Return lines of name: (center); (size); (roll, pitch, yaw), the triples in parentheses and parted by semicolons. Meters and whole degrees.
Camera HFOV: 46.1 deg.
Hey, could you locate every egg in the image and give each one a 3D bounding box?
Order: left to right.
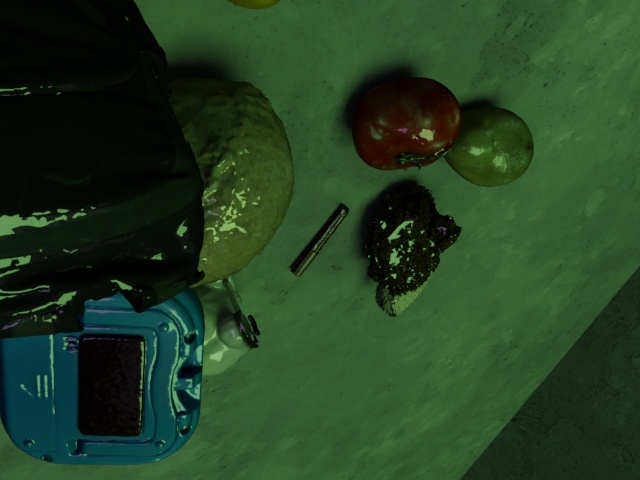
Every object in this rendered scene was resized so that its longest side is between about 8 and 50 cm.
egg: (-0.167, -0.080, 1.058); (0.279, 0.279, 0.311); (24, 85, -52)

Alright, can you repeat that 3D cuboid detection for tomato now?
tomato: (0.145, -0.201, 1.284); (0.186, 0.152, 0.187); (-3, 174, 0)

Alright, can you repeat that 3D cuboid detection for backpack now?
backpack: (-0.298, -0.106, 0.756); (0.363, 0.446, 0.255); (-13, 145, -30)

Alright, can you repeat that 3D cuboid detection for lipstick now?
lipstick: (0.000, 0.000, 1.503); (0.027, 0.027, 0.176); (17, 117, -50)

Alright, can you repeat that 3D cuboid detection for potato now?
potato: (0.316, -0.182, 1.468); (0.193, 0.157, 0.157); (-2, 132, -42)

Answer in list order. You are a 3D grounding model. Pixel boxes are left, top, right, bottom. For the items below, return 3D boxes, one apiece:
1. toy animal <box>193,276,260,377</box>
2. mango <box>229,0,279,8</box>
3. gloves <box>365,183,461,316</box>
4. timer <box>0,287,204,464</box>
toy animal: (-0.293, 0.184, 1.325); (0.357, 0.194, 0.258); (-24, 141, -3)
mango: (-0.107, -0.360, 0.957); (0.098, 0.075, 0.190); (-36, 152, 7)
gloves: (0.188, 0.019, 1.595); (0.210, 0.135, 0.312); (-28, 142, -7)
timer: (-0.339, 0.199, 1.170); (0.308, 0.115, 0.340); (3, 111, -10)
